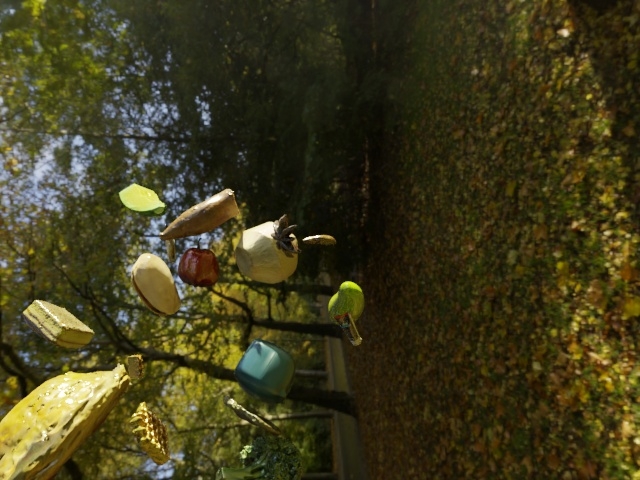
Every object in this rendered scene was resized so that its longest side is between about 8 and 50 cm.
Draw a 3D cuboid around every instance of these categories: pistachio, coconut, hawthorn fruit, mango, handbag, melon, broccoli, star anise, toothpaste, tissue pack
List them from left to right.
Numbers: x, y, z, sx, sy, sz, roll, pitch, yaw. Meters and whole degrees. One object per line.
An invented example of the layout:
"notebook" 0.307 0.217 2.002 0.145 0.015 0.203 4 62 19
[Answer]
"handbag" -0.672 0.460 1.682 0.027 0.061 0.083 3 -101 -57
"melon" -0.889 -0.182 2.367 0.323 0.196 0.124 34 107 46
"pistachio" -0.744 0.199 2.100 0.299 0.188 0.187 62 -178 -6
"hawthorn fruit" -0.470 0.086 1.794 0.157 0.157 0.193 103 167 -84
"broccoli" -0.228 0.858 1.660 0.249 0.302 0.374 -99 34 -80
"tissue pack" -0.193 0.502 1.736 0.198 0.206 0.287 -59 -9 -27
"coconut" -0.204 0.046 1.867 0.259 0.260 0.258 180 90 -89
"star anise" -0.112 -0.007 1.405 0.141 0.042 0.140 32 132 45
"mango" 0.136 0.324 2.363 0.143 0.175 0.293 -59 -12 -46
"toothpaste" 0.123 0.365 1.930 0.045 0.071 0.193 -96 -18 -52

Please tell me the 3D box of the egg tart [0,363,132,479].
"egg tart" -0.663 0.464 1.132 0.443 0.178 0.443 -49 7 8

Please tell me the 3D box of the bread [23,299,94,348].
"bread" -1.118 0.366 1.972 0.110 0.234 0.184 -57 -23 -10

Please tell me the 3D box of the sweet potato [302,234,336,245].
"sweet potato" 0.000 -0.002 2.363 0.054 0.182 0.053 -124 40 -62

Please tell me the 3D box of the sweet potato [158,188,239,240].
"sweet potato" -0.470 -0.080 1.815 0.131 0.337 0.131 48 160 24

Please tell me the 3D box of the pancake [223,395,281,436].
"pancake" -0.243 0.620 1.623 0.042 0.236 0.222 -59 -1 -23

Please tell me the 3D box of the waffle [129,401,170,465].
"waffle" -0.693 0.756 1.862 0.229 0.057 0.219 51 167 54

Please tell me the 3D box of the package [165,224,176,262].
"package" -0.686 0.016 2.114 0.171 0.027 0.173 -179 84 -82
